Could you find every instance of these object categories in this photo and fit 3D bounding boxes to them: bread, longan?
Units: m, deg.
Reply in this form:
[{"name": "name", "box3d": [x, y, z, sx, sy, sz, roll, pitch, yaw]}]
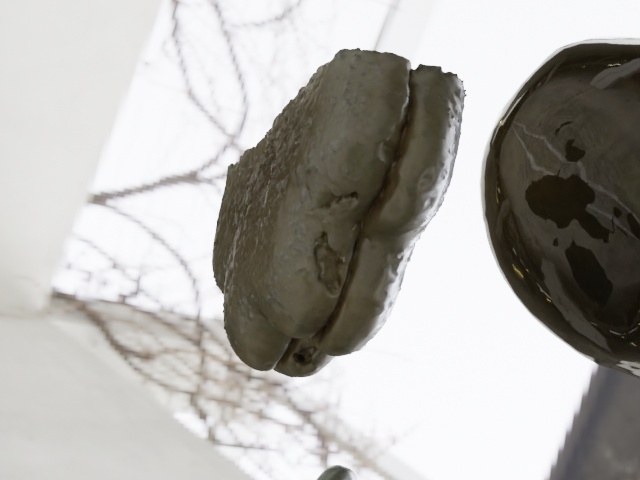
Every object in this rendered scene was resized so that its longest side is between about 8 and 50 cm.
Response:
[{"name": "bread", "box3d": [-0.005, -0.003, 1.226, 0.337, 0.102, 0.183, 141, -36, -66]}, {"name": "longan", "box3d": [0.283, -0.024, 1.485, 0.288, 0.350, 0.288, -19, -126, 29]}]

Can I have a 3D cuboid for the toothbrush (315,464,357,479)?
[{"name": "toothbrush", "box3d": [-0.069, 0.234, 0.609, 0.040, 0.040, 0.386, -3, -136, 43]}]
